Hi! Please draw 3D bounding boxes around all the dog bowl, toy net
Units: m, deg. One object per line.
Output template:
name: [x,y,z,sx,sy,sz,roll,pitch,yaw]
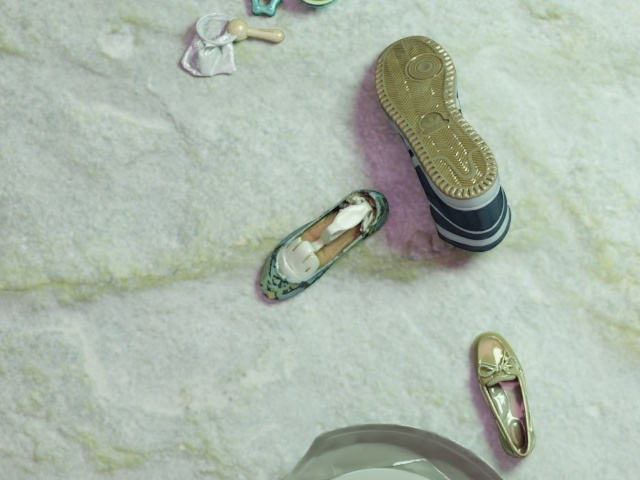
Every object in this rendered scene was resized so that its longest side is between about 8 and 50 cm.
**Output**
dog bowl: [0.068,0.378,1.374,0.348,0.102,0.349,4,60,-7]
toy net: [-0.084,-0.296,1.568,0.232,0.045,0.122,-33,81,-1]

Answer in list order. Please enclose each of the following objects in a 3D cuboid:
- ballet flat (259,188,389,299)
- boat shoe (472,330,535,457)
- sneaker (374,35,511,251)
ballet flat: [0.000,0.000,1.510,0.188,0.070,0.070,-41,81,-2]
boat shoe: [0.217,0.180,1.476,0.056,0.048,0.153,-12,81,2]
sneaker: [0.147,-0.110,1.509,0.099,0.153,0.282,-23,51,3]
